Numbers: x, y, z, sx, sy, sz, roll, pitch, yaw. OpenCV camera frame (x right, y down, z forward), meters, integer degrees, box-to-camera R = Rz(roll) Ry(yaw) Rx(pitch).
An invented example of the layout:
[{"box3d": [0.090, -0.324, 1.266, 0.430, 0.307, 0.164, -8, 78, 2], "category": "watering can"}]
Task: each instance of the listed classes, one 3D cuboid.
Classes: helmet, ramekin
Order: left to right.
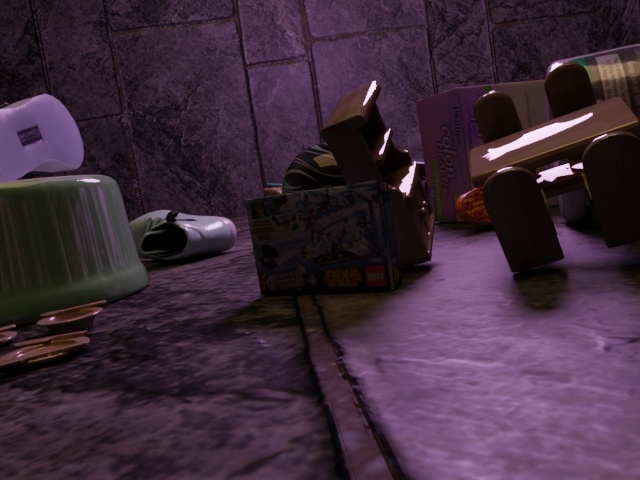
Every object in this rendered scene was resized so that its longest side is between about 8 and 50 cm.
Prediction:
[{"box3d": [-0.379, 0.010, 0.696, 0.304, 0.148, 0.303, -9, 6, 1], "category": "ramekin"}, {"box3d": [0.020, -0.071, 0.857, 0.162, 0.169, 0.169, 13, 15, 27], "category": "helmet"}]

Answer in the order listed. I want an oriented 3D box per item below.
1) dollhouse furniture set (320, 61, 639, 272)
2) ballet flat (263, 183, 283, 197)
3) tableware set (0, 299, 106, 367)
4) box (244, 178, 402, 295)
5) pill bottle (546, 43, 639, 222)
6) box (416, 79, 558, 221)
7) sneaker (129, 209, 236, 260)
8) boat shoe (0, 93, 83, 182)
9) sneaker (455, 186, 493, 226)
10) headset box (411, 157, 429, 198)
[{"box3d": [0.149, -0.092, 0.522, 0.242, 0.161, 0.212, -18, 25, 23], "category": "dollhouse furniture set"}, {"box3d": [-0.022, -0.119, 1.639, 0.349, 0.123, 0.123, 0, 10, 37], "category": "ballet flat"}, {"box3d": [-0.252, 0.081, 0.456, 0.141, 0.020, 0.169, -10, 5, -14], "category": "tableware set"}, {"box3d": [0.000, 0.000, 0.508, 0.137, 0.093, 0.027, -5, 7, 30], "category": "box"}, {"box3d": [0.459, -0.139, 0.647, 0.361, 0.204, 0.204, -7, 6, 21], "category": "pill bottle"}, {"box3d": [0.308, -0.154, 0.973, 0.243, 0.213, 0.117, -12, 7, -25], "category": "box"}, {"box3d": [-0.298, -0.010, 1.015, 0.256, 0.094, 0.151, -3, 2, 27], "category": "sneaker"}, {"box3d": [-0.410, -0.119, 0.741, 0.105, 0.113, 0.306, -14, 21, 3], "category": "boat shoe"}, {"box3d": [0.254, -0.045, 0.826, 0.175, 0.064, 0.067, -7, -17, -38], "category": "sneaker"}, {"box3d": [0.119, -0.132, 1.227, 0.294, 0.110, 0.218, 10, 12, 20], "category": "headset box"}]
